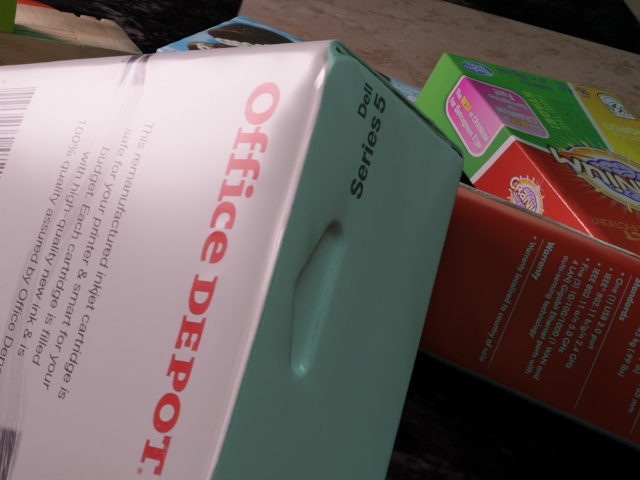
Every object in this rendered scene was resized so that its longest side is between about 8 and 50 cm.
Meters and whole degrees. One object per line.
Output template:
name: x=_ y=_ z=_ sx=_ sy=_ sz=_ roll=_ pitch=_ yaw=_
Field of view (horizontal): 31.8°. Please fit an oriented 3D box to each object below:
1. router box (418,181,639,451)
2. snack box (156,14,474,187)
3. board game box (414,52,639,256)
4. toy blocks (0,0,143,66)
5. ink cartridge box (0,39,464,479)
router box: x=0.173 y=0.073 z=0.663 sx=0.301 sy=0.082 sz=0.335 roll=23 pitch=-3 yaw=12
snack box: x=0.012 y=-0.131 z=1.137 sx=0.322 sy=0.060 sz=0.187 roll=25 pitch=29 yaw=14
board game box: x=0.258 y=-0.041 z=1.030 sx=0.242 sy=0.064 sz=0.316 roll=6 pitch=37 yaw=-34
toy blocks: x=-0.313 y=-0.150 z=0.906 sx=0.381 sy=0.191 sz=0.261 roll=6 pitch=18 yaw=-22
ink cartridge box: x=-0.092 y=0.025 z=0.518 sx=0.273 sy=0.198 sz=0.115 roll=4 pitch=-18 yaw=38
